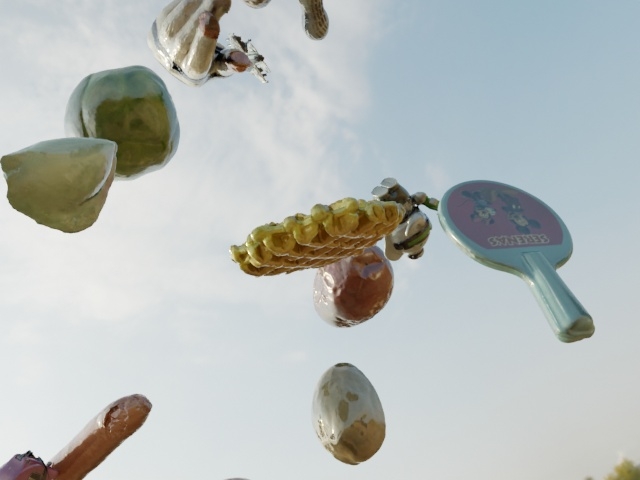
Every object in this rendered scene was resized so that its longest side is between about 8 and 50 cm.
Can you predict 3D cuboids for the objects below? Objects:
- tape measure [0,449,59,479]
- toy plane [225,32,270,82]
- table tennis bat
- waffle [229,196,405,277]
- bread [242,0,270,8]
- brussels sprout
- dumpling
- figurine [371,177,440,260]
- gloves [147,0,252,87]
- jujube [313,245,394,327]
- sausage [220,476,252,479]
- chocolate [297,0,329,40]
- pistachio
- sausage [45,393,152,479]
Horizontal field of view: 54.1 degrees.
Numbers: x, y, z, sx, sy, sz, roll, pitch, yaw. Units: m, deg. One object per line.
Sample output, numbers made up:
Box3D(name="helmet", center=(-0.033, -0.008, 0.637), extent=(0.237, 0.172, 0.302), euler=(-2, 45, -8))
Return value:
Box3D(name="tape measure", center=(-0.621, 0.506, 1.308), extent=(0.118, 0.074, 0.125), euler=(62, -138, -52))
Box3D(name="toy plane", center=(-0.203, -0.478, 1.636), extent=(0.082, 0.234, 0.160), euler=(-45, -55, -8))
Box3D(name="table tennis bat", center=(0.219, 0.011, 0.685), extent=(0.152, 0.244, 0.040), euler=(-2, -48, -16))
Box3D(name="waffle", center=(0.001, 0.001, 1.030), extent=(0.309, 0.065, 0.283), euler=(-13, -13, -17))
Box3D(name="bread", center=(-0.159, -0.515, 1.092), extent=(0.123, 0.230, 0.230), euler=(-48, -33, 15))
Box3D(name="brussels sprout", center=(-0.533, -0.306, 1.652), extent=(0.281, 0.354, 0.290), euler=(-25, -58, -26))
Box3D(name="dumpling", center=(-0.421, -0.101, 1.037), extent=(0.216, 0.104, 0.149), euler=(-31, -34, -47))
Box3D(name="figurine", center=(0.171, -0.038, 1.291), extent=(0.147, 0.126, 0.192), euler=(-46, -53, -22))
Box3D(name="gloves", center=(-0.189, -0.298, 0.944), extent=(0.131, 0.140, 0.218), euler=(-24, 12, -7))
Box3D(name="jujube", center=(0.084, 0.131, 1.765), extent=(0.223, 0.223, 0.318), euler=(-16, -23, -26))
Box3D(name="sausage", center=(-0.064, 0.451, 0.937), extent=(0.114, 0.259, 0.113), euler=(-54, -10, -14))
Box3D(name="chocolate", center=(-0.019, -0.569, 1.550), extent=(0.072, 0.072, 0.167), euler=(-27, -39, -10))
Box3D(name="pistachio", center=(0.049, 0.322, 1.179), extent=(0.135, 0.226, 0.136), euler=(-4, -60, -6))
Box3D(name="sausage", center=(-0.525, 0.472, 1.389), extent=(0.419, 0.094, 0.094), euler=(-43, -50, 18))
